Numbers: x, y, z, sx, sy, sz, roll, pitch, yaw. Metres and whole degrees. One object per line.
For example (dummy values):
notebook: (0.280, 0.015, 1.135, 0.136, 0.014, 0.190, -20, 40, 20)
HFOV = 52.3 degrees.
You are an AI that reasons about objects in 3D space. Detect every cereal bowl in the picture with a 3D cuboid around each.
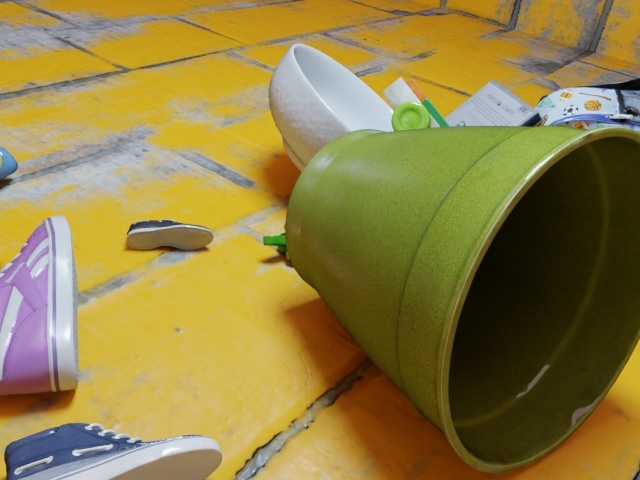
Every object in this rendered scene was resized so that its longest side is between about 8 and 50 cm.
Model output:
cereal bowl: (0.037, -0.184, 1.166, 0.339, 0.141, 0.339, 35, 27, -21)

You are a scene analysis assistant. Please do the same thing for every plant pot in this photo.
plant pot: (0.148, 0.013, 0.778, 0.366, 0.366, 0.353, -14, 27, -33)

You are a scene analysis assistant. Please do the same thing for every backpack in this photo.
backpack: (0.516, -0.161, 1.233, 0.263, 0.276, 0.213, 12, 44, 10)

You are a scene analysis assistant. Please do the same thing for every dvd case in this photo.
dvd case: (0.285, -0.199, 1.268, 0.029, 0.238, 0.179, 45, 12, -34)

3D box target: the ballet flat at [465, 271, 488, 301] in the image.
ballet flat: (0.293, 0.095, 0.920, 0.231, 0.077, 0.077, 11, 52, 7)

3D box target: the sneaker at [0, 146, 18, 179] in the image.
sneaker: (-0.590, -0.118, 1.035, 0.209, 0.069, 0.082, -1, -1, 0)

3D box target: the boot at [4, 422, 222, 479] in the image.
boot: (-0.193, 0.199, 0.607, 0.190, 0.069, 0.086, -9, 39, -24)

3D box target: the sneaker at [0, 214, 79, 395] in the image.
sneaker: (-0.367, 0.062, 0.757, 0.161, 0.102, 0.282, -5, 34, -16)

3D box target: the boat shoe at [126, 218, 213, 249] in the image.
boat shoe: (-0.222, -0.011, 0.967, 0.125, 0.046, 0.038, -5, 38, -8)

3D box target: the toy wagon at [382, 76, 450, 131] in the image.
toy wagon: (0.226, -0.109, 1.051, 0.344, 0.068, 0.267, 52, 15, 5)

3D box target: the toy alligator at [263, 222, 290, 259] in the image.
toy alligator: (0.000, 0.000, 1.005, 0.189, 0.056, 0.051, -3, -7, -19)
